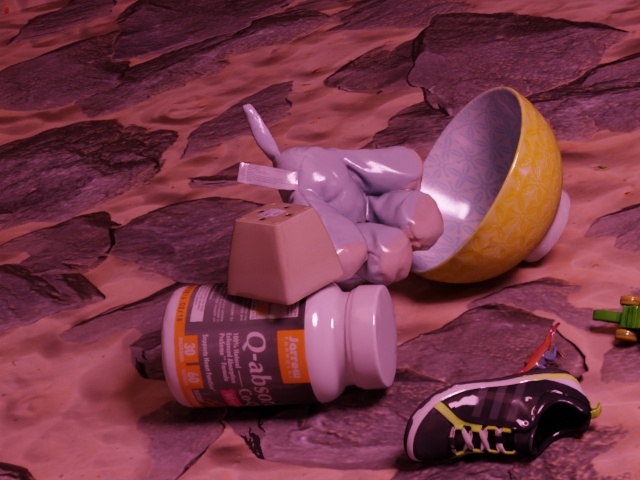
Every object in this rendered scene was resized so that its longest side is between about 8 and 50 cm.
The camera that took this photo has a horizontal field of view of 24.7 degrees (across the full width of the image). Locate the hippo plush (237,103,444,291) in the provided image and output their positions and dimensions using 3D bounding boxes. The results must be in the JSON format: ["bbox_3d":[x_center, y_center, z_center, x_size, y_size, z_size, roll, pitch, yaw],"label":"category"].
[{"bbox_3d":[0.000,0.000,2.003,0.294,0.236,0.234,11,53,-13],"label":"hippo plush"}]

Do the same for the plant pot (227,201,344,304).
[{"bbox_3d":[-0.050,0.010,1.814,0.109,0.096,0.109,9,26,40],"label":"plant pot"}]

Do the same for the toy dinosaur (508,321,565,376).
[{"bbox_3d":[0.263,0.149,1.818,0.047,0.090,0.082,-7,-5,40],"label":"toy dinosaur"}]

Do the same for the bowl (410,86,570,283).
[{"bbox_3d":[0.253,-0.052,2.035,0.156,0.289,0.289,27,24,-19],"label":"bowl"}]

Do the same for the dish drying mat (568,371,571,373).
[{"bbox_3d":[0.269,0.185,1.787,0.083,0.032,0.008,-13,11,-1],"label":"dish drying mat"}]

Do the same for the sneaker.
[{"bbox_3d":[0.214,0.212,1.708,0.235,0.084,0.097,-18,32,-9],"label":"sneaker"}]

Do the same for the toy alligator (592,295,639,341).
[{"bbox_3d":[0.432,0.102,1.833,0.190,0.056,0.051,0,-13,43],"label":"toy alligator"}]

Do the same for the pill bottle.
[{"bbox_3d":[-0.051,0.129,1.869,0.278,0.162,0.162,-4,31,15],"label":"pill bottle"}]
